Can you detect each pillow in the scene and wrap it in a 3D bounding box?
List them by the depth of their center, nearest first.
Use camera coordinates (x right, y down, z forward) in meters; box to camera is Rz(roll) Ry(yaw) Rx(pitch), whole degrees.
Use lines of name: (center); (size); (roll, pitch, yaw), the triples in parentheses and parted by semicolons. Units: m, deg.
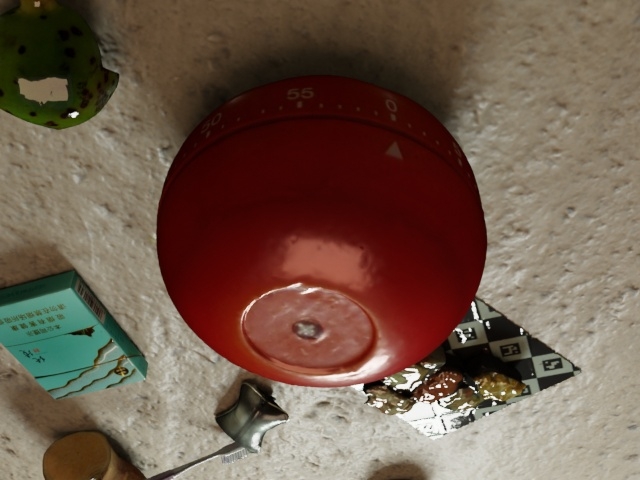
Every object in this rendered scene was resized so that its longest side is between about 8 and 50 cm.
pillow: (-0.113, 0.291, 1.543); (0.091, 0.055, 0.135); (24, 129, -20)

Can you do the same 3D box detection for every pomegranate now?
pomegranate: (-0.298, -0.190, 1.003); (0.143, 0.122, 0.169); (19, 144, 23)

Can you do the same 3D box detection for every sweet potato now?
sweet potato: (-0.353, 0.463, 1.673); (0.131, 0.131, 0.336); (-14, 134, 14)

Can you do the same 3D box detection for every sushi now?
sushi: (0.210, 0.227, 1.480); (0.294, 0.059, 0.292); (-35, 127, 29)

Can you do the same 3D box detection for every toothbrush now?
toothbrush: (-0.277, 0.407, 1.573); (0.354, 0.024, 0.029); (-19, 112, -20)

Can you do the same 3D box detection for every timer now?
timer: (0.000, 0.000, 1.092); (0.378, 0.279, 0.378); (2, 136, 2)

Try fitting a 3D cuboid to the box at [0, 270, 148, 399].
box: (-0.378, 0.147, 1.403); (0.162, 0.041, 0.229); (-14, 134, 13)
